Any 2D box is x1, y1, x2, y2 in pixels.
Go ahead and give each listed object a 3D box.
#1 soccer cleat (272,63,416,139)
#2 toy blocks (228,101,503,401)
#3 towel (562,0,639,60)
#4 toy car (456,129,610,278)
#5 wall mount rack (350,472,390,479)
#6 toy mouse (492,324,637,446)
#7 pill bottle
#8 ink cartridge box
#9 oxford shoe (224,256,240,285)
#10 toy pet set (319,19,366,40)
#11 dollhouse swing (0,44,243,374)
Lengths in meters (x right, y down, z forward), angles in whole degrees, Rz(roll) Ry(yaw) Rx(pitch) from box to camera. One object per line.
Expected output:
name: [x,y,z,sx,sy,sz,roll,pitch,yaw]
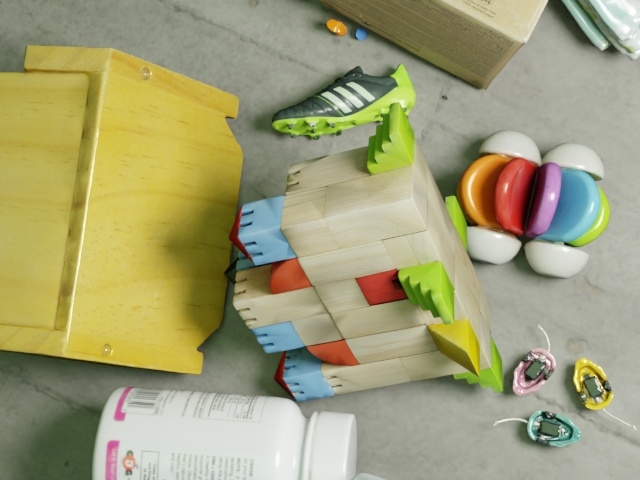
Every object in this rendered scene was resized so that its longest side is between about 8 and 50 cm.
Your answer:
soccer cleat: [0.026,-0.170,1.685,0.179,0.060,0.072,-11,71,-2]
toy blocks: [0.025,0.043,1.534,0.261,0.381,0.190,-12,45,18]
towel: [0.368,-0.445,1.629,0.320,0.090,0.374,-37,93,-6]
toy car: [0.246,-0.047,1.598,0.182,0.136,0.159,12,83,8]
wall mount rack: [0.092,0.424,1.500,0.130,0.350,0.304,6,77,44]
toy mouse: [0.266,0.185,1.616,0.143,0.031,0.161,-29,80,1]
pill bottle: [-0.105,0.256,1.582,0.283,0.160,0.160,3,82,7]
ink cartridge box: [0.129,-0.287,1.596,0.235,0.193,0.088,27,79,-3]
oxford shoe: [0.000,0.000,1.658,0.227,0.083,0.096,-40,98,1]
toy pet set: [0.004,-0.319,1.716,0.114,0.065,0.122,14,86,-27]
dollhouse swing: [-0.319,-0.031,1.658,0.305,0.315,0.346,0,80,38]
